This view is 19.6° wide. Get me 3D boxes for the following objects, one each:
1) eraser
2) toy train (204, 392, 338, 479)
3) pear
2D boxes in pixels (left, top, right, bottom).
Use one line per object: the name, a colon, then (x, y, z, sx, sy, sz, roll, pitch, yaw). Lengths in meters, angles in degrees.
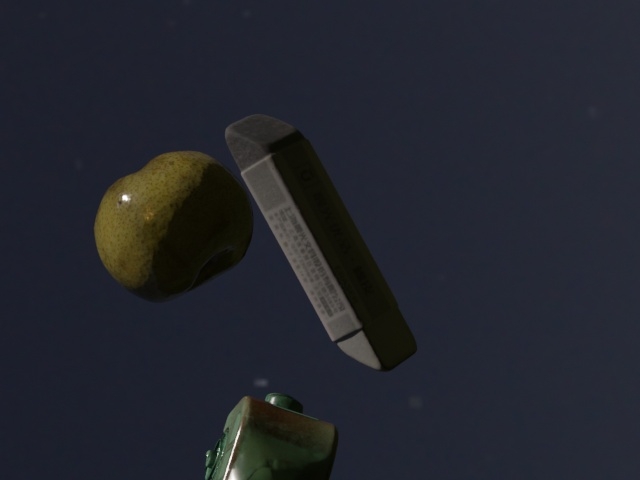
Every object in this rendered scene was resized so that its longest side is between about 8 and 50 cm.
eraser: (0.000, 0.000, 2.239, 0.089, 0.061, 0.352, -29, -90, -49)
toy train: (-0.076, 0.311, 1.995, 0.159, 0.129, 0.326, 134, 156, -66)
pear: (-0.151, -0.016, 1.881, 0.136, 0.167, 0.167, 57, -154, 6)
